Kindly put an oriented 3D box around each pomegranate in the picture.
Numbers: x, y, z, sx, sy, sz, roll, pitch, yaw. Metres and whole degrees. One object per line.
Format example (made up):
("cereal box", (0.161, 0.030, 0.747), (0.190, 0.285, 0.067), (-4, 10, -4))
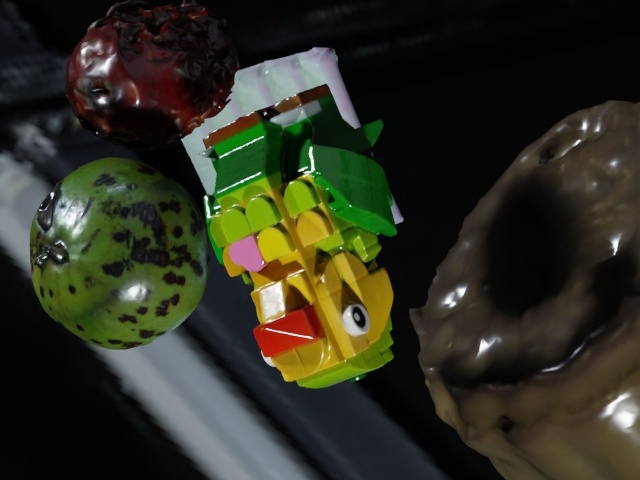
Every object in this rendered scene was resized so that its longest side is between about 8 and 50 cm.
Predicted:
("pomegranate", (-0.118, 0.010, 1.171), (0.122, 0.122, 0.161), (47, -164, 22))

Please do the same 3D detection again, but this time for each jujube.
("jujube", (-0.108, -0.111, 1.247), (0.104, 0.104, 0.166), (41, -152, 14))

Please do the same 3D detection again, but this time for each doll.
("doll", (-0.005, -0.002, 1.095), (0.134, 0.106, 0.186), (23, -127, -50))

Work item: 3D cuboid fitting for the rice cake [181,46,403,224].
("rice cake", (-0.035, -0.076, 1.768), (0.189, 0.198, 0.037), (-18, -168, -3))

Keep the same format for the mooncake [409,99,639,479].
("mooncake", (0.225, 0.049, 1.297), (0.187, 0.324, 0.324), (45, -153, -26))
